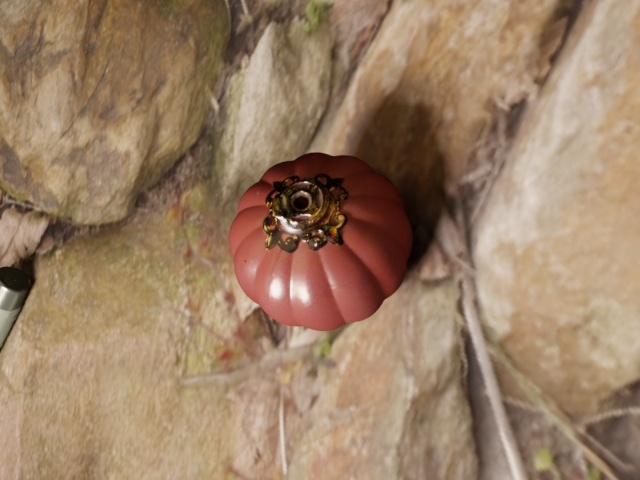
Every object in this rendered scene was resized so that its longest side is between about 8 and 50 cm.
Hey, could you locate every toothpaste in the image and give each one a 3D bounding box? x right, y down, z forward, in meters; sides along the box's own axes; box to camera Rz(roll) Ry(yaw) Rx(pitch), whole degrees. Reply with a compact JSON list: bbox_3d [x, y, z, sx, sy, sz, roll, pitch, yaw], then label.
[{"bbox_3d":[-0.357,0.123,1.020,0.239,0.039,0.062,-56,51,28],"label":"toothpaste"}]

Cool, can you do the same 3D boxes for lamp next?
[{"bbox_3d":[0.000,0.000,0.576,0.107,0.092,0.107,-6,60,11],"label":"lamp"}]
